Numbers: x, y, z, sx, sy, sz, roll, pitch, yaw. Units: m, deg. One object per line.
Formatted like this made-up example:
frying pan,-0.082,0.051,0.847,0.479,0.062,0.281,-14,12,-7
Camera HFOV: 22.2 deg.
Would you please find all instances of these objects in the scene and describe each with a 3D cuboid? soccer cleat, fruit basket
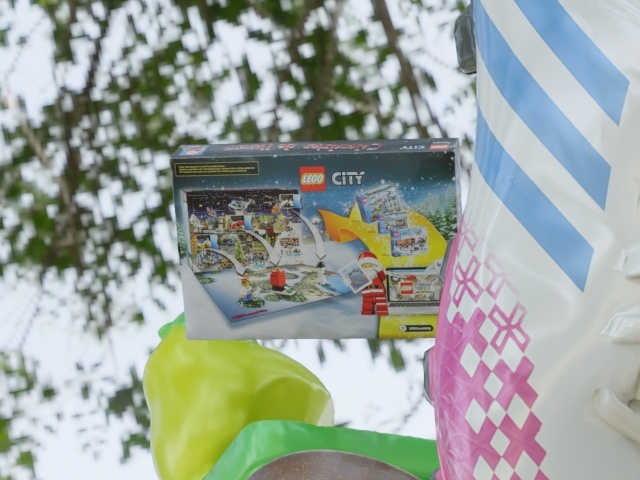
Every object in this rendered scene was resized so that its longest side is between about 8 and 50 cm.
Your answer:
soccer cleat,0.113,-0.007,0.559,0.116,0.331,0.143,9,-18,-33
fruit basket,-0.027,0.238,1.495,0.282,0.392,0.392,11,-34,-19

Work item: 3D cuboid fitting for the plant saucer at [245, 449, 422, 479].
plant saucer,0.022,0.218,0.972,0.198,0.198,0.036,-37,5,38

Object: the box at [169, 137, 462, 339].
box,0.000,0.000,1.330,0.233,0.159,0.044,-1,17,9
